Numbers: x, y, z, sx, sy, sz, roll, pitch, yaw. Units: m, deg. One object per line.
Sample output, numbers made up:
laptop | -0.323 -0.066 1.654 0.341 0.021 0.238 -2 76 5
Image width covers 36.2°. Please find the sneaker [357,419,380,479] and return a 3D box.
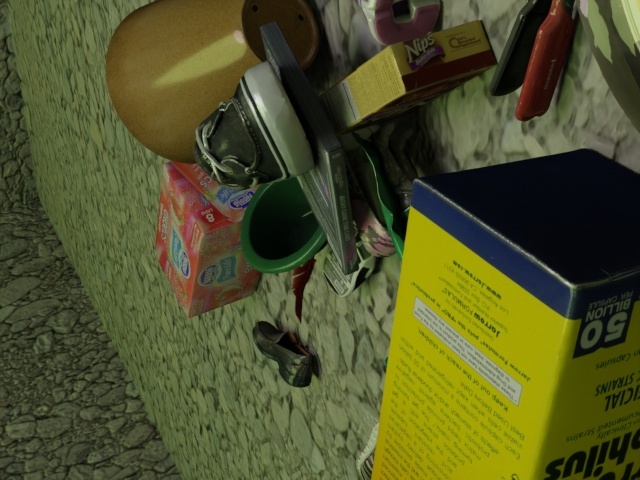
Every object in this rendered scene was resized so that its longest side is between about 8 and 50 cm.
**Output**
sneaker | 0.102 0.326 1.426 0.170 0.063 0.074 102 147 -44

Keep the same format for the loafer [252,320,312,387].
loafer | -0.061 0.182 1.691 0.170 0.062 0.061 41 122 43

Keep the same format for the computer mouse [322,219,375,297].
computer mouse | 0.052 0.006 1.308 0.106 0.042 0.193 56 148 19

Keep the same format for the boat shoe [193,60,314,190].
boat shoe | -0.084 -0.105 1.128 0.335 0.119 0.121 112 136 -81

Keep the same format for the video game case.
video game case | -0.010 -0.102 1.173 0.274 0.026 0.196 81 166 -59

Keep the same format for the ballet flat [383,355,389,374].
ballet flat | 0.142 0.172 1.210 0.203 0.074 0.074 -17 93 65

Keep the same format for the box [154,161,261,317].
box | -0.185 -0.012 1.682 0.154 0.142 0.300 59 155 21

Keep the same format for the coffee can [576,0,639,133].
coffee can | 0.274 -0.148 0.403 0.275 0.202 0.201 -14 96 52

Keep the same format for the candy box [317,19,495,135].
candy box | 0.083 -0.163 1.011 0.187 0.109 0.053 -17 93 68

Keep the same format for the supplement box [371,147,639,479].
supplement box | 0.189 0.128 0.841 0.195 0.194 0.356 42 135 48

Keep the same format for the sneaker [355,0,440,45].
sneaker | 0.060 -0.317 0.970 0.104 0.095 0.236 -125 25 -48

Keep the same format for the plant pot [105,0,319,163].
plant pot | -0.124 -0.241 1.294 0.254 0.237 0.237 -12 98 54

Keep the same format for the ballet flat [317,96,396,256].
ballet flat | 0.056 -0.089 1.186 0.079 0.077 0.221 -35 72 48

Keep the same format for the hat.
hat | 0.000 0.000 1.428 0.209 0.184 0.173 -12 60 39

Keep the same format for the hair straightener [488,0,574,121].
hair straightener | 0.179 -0.217 0.832 0.089 0.047 0.230 50 150 38

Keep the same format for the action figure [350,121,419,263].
action figure | 0.114 -0.014 1.071 0.063 0.137 0.232 -27 77 29
